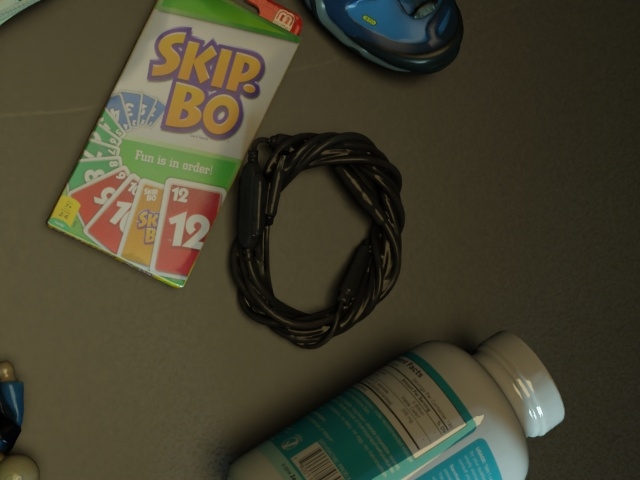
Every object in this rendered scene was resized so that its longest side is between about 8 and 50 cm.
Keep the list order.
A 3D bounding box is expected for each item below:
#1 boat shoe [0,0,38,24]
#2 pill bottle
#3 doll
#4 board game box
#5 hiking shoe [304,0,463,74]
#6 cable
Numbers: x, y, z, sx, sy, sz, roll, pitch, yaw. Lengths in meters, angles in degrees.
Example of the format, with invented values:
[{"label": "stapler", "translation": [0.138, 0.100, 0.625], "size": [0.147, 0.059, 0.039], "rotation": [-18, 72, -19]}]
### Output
[{"label": "boat shoe", "translation": [-0.237, -0.244, 1.106], "size": [0.302, 0.098, 0.109], "rotation": [-40, 97, -12]}, {"label": "pill bottle", "translation": [0.067, 0.179, 1.141], "size": [0.264, 0.146, 0.146], "rotation": [-30, 95, -13]}, {"label": "doll", "translation": [-0.298, 0.137, 1.103], "size": [0.189, 0.046, 0.129], "rotation": [43, 83, -6]}, {"label": "board game box", "translation": [-0.116, -0.102, 1.166], "size": [0.124, 0.039, 0.259], "rotation": [27, 79, -12]}, {"label": "hiking shoe", "translation": [0.021, -0.268, 1.154], "size": [0.113, 0.132, 0.304], "rotation": [-38, 97, -12]}, {"label": "cable", "translation": [0.000, 0.000, 1.188], "size": [0.151, 0.047, 0.184], "rotation": [0, 92, -22]}]
